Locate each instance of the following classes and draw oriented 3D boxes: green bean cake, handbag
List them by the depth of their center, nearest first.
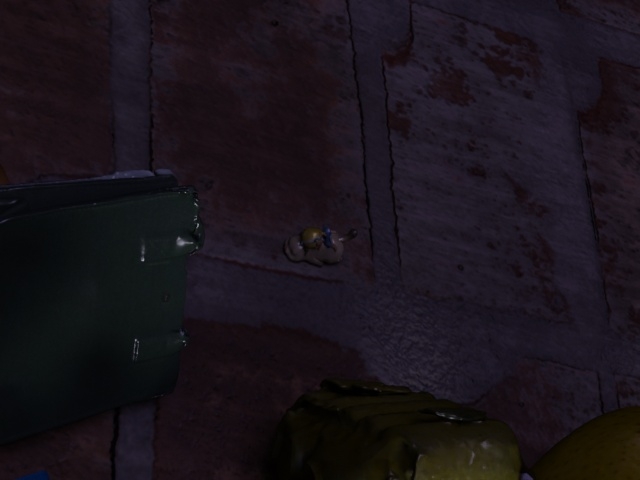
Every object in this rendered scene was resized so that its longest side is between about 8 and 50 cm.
[{"bbox_3d":[-0.244,0.062,1.467,0.260,0.247,0.079,-9,26,-36],"label":"handbag"},{"bbox_3d":[0.051,0.307,1.503,0.202,0.285,0.310,5,90,-30],"label":"green bean cake"}]

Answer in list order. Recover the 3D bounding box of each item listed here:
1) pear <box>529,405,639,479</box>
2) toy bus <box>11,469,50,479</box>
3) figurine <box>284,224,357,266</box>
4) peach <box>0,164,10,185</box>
[{"bbox_3d":[0.346,0.375,1.543,0.362,0.362,0.418,33,40,-10],"label":"pear"},{"bbox_3d":[-0.270,0.320,1.365,0.090,0.106,0.185,-15,70,-40],"label":"toy bus"},{"bbox_3d":[0.000,0.000,1.770,0.083,0.050,0.047,-6,59,-34],"label":"figurine"},{"bbox_3d":[-0.398,-0.034,1.466,0.184,0.184,0.184,15,55,-23],"label":"peach"}]
